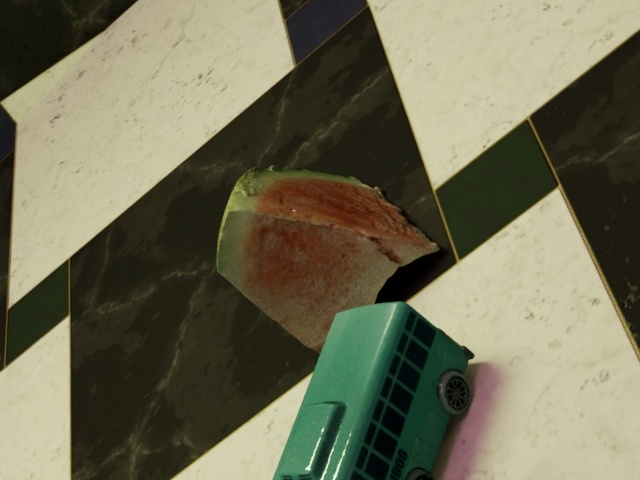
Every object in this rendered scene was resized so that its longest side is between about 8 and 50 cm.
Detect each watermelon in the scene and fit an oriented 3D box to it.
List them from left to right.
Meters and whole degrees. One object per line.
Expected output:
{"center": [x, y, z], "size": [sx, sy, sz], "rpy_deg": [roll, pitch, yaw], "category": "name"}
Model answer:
{"center": [0.000, 0.000, 1.833], "size": [0.193, 0.232, 0.310], "rpy_deg": [-47, -14, 8], "category": "watermelon"}

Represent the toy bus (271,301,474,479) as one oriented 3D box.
{"center": [0.048, 0.201, 1.577], "size": [0.128, 0.147, 0.256], "rpy_deg": [-13, 46, 47], "category": "toy bus"}
